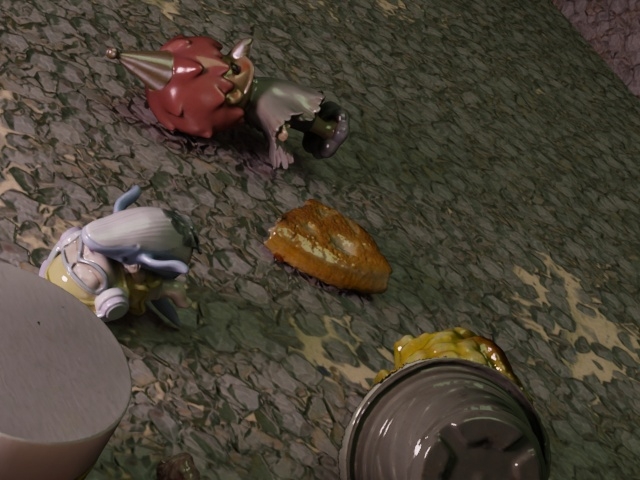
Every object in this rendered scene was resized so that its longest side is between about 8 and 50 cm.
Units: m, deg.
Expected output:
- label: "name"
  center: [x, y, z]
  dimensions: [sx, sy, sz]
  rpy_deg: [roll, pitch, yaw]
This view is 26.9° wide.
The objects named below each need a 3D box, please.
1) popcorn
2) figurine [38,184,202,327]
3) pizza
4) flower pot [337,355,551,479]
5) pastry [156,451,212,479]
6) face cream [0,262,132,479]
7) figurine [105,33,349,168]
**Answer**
- label: "popcorn"
  center: [0.156, 0.202, 1.581]
  dimensions: [0.169, 0.218, 0.189]
  rpy_deg: [-36, 44, -15]
- label: "figurine"
  center: [-0.216, 0.033, 1.488]
  dimensions: [0.128, 0.184, 0.208]
  rpy_deg: [55, -3, 28]
- label: "pizza"
  center: [0.000, 0.000, 1.852]
  dimensions: [0.182, 0.062, 0.161]
  rpy_deg: [13, 40, -25]
- label: "flower pot"
  center: [0.145, 0.240, 1.396]
  dimensions: [0.235, 0.235, 0.140]
  rpy_deg: [27, -4, -12]
- label: "pastry"
  center: [-0.062, 0.286, 1.271]
  dimensions: [0.265, 0.112, 0.103]
  rpy_deg: [33, 14, -27]
- label: "face cream"
  center: [-0.297, 0.152, 1.147]
  dimensions: [0.218, 0.179, 0.218]
  rpy_deg: [26, 28, -15]
- label: "figurine"
  center: [-0.140, -0.220, 1.936]
  dimensions: [0.387, 0.166, 0.207]
  rpy_deg: [21, 13, -30]
